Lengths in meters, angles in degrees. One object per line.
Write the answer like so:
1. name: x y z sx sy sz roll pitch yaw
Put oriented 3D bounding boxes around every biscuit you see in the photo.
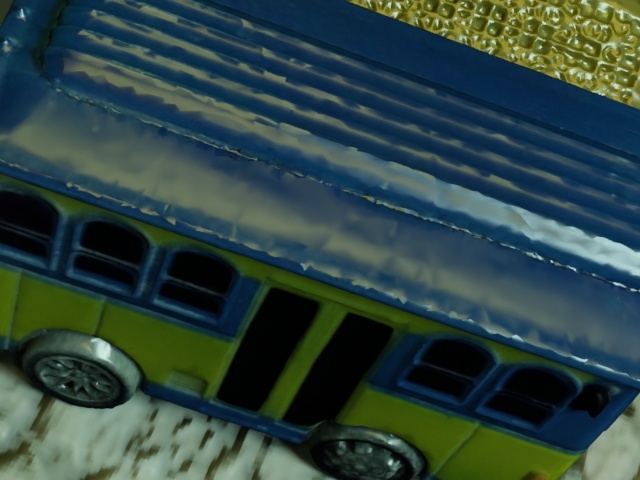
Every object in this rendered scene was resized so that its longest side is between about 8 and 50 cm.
1. biscuit: 0.051 -0.082 0.649 0.254 0.029 0.172 20 81 -5

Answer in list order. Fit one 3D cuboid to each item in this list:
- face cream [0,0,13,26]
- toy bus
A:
1. face cream: -0.220 -0.153 0.557 0.177 0.177 0.153 -10 63 -25
2. toy bus: 0.000 0.000 0.532 0.287 0.175 0.138 19 53 -7
